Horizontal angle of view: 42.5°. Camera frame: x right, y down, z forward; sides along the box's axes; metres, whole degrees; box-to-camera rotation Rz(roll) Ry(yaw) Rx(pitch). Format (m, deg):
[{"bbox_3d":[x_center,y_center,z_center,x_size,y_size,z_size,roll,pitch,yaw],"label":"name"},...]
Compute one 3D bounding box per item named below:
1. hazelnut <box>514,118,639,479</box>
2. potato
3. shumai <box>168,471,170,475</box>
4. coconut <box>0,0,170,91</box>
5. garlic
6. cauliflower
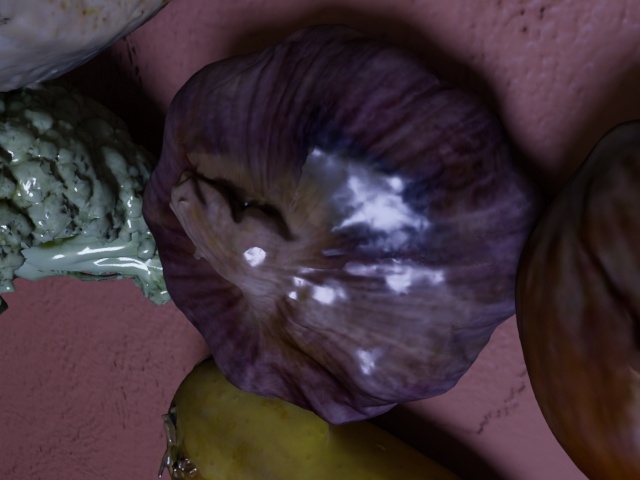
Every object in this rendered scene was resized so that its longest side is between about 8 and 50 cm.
[{"bbox_3d":[0.182,0.047,0.342,0.181,0.181,0.212,24,149,-25],"label":"hazelnut"},{"bbox_3d":[0.012,0.196,0.561,0.300,0.140,0.173,28,122,25],"label":"potato"},{"bbox_3d":[-0.100,0.217,0.699,0.083,0.082,0.080,-39,84,17],"label":"shumai"},{"bbox_3d":[-0.201,-0.237,0.414,0.323,0.323,0.323,16,119,30],"label":"coconut"},{"bbox_3d":[0.000,0.000,0.465,0.245,0.160,0.245,9,113,23],"label":"garlic"},{"bbox_3d":[-0.242,-0.006,0.568,0.272,0.250,0.275,27,170,33],"label":"cauliflower"}]
